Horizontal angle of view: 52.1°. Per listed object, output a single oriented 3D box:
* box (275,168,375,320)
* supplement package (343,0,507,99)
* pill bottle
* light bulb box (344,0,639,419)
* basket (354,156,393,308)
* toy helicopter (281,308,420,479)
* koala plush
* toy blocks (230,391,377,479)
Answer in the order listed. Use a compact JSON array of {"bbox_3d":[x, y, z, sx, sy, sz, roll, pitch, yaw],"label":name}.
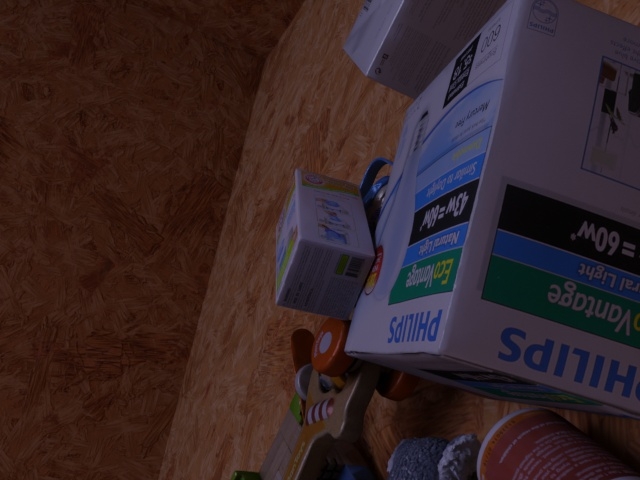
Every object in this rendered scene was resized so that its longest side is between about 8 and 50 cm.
[{"bbox_3d":[0.000,0.000,0.926,0.203,0.103,0.114,-96,23,-57],"label":"box"},{"bbox_3d":[0.209,-0.327,1.067,0.199,0.262,0.198,-62,21,21],"label":"supplement package"},{"bbox_3d":[0.250,0.256,0.616,0.121,0.121,0.216,-68,19,5],"label":"pill bottle"},{"bbox_3d":[0.210,-0.012,0.745,0.358,0.225,0.361,139,148,-75],"label":"light bulb box"},{"bbox_3d":[0.121,0.005,1.075,0.289,0.201,0.255,32,102,60],"label":"basket"},{"bbox_3d":[-0.008,0.270,0.982,0.355,0.140,0.235,-67,22,-4],"label":"toy helicopter"},{"bbox_3d":[0.121,0.341,0.809,0.221,0.203,0.196,-62,9,-25],"label":"koala plush"},{"bbox_3d":[-0.022,0.480,1.096,0.382,0.190,0.261,-65,32,14],"label":"toy blocks"}]
